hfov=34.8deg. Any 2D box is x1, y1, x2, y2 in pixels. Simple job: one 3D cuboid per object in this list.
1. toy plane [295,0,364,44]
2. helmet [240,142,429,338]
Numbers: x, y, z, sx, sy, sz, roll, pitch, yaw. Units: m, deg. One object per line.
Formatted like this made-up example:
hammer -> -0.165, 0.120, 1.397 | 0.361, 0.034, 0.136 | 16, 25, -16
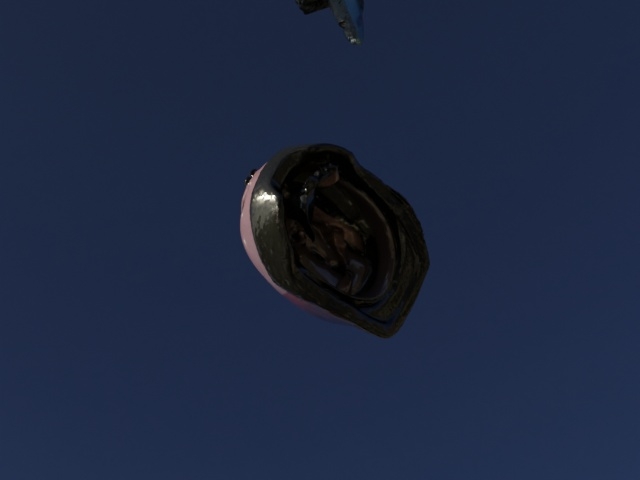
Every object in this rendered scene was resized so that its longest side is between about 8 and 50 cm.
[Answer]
toy plane -> -0.005, -0.288, 1.081 | 0.078, 0.246, 0.169 | -12, -33, -2
helmet -> 0.000, 0.000, 1.255 | 0.154, 0.198, 0.253 | -2, -43, 42
